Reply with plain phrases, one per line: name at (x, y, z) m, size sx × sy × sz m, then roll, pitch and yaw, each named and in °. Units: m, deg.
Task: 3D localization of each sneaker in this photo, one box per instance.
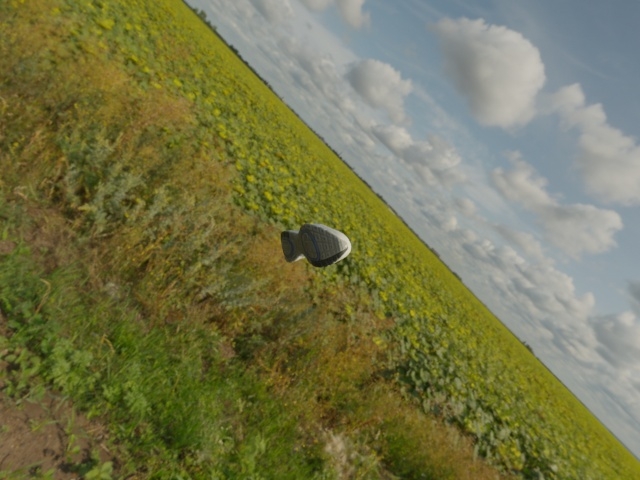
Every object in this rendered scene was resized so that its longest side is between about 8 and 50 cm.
sneaker at (0.000, 0.000, 1.061) m, size 0.297 × 0.129 × 0.111 m, roll 6°, pitch -73°, yaw 63°
